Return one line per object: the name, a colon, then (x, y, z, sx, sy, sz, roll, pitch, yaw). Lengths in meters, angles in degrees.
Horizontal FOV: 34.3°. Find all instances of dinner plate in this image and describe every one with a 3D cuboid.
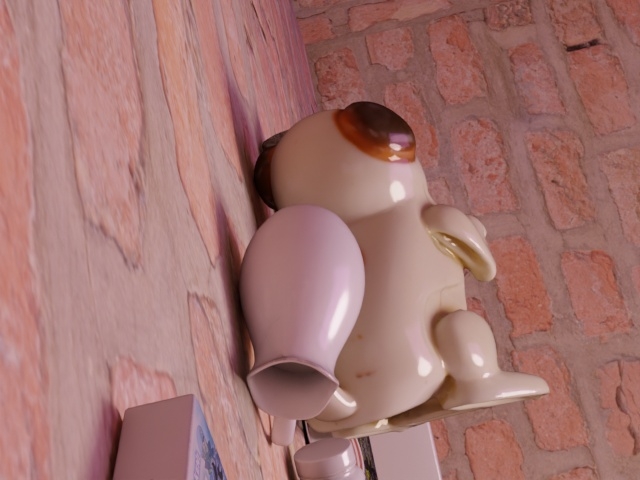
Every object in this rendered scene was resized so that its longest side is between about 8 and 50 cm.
dinner plate: (0.014, 0.265, 1.354, 0.141, 0.017, 0.141, 50, 24, -32)

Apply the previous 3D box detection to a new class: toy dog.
toy dog: (0.048, 0.035, 1.315, 0.395, 0.284, 0.408, 2, 70, -40)

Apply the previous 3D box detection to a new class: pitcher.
pitcher: (-0.025, 0.084, 1.032, 0.178, 0.125, 0.207, 105, -8, -50)

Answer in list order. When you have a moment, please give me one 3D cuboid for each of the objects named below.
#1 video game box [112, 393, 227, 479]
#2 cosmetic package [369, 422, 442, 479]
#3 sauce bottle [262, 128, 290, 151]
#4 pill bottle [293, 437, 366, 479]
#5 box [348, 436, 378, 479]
video game box: (-0.061, 0.212, 0.513, 0.205, 0.048, 0.187, -96, 174, -61)
cosmetic package: (0.122, 0.328, 1.936, 0.197, 0.155, 0.366, 71, 6, -77)
sauce bottle: (0.000, 0.000, 1.574, 0.111, 0.111, 0.345, -92, 170, -68)
pill bottle: (0.017, 0.290, 1.122, 0.078, 0.078, 0.137, -79, 156, -80)
box: (0.038, 0.298, 1.522, 0.216, 0.060, 0.270, 63, 14, -71)
